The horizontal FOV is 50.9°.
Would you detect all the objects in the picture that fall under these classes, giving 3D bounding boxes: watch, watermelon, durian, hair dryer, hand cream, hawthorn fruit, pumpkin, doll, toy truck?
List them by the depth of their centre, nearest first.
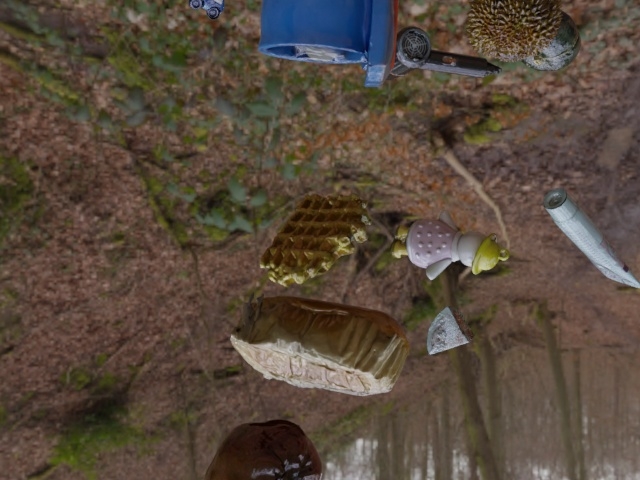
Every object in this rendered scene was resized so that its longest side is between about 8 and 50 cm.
[{"bbox_3d":[0.206,0.152,1.051,0.085,0.085,0.061,1,-168,-28],"label":"watermelon"},{"bbox_3d":[-0.180,-0.425,1.122,0.073,0.056,0.090,21,123,-41],"label":"toy truck"},{"bbox_3d":[0.326,-0.371,1.142,0.158,0.137,0.168,0,-137,27],"label":"durian"},{"bbox_3d":[0.221,0.010,1.159,0.207,0.129,0.081,9,162,28],"label":"doll"},{"bbox_3d":[-0.117,0.438,1.265,0.208,0.208,0.248,1,168,-33],"label":"hawthorn fruit"},{"bbox_3d":[0.018,-0.436,1.348,0.274,0.241,0.305,3,-174,-1],"label":"watch"},{"bbox_3d":[0.555,0.011,1.378,0.331,0.058,0.085,41,167,-31],"label":"hand cream"},{"bbox_3d":[0.323,-0.466,1.729,0.352,0.107,0.189,3,-178,-16],"label":"hair dryer"},{"bbox_3d":[0.620,-0.551,1.853,0.146,0.190,0.190,-47,-158,-23],"label":"pumpkin"}]

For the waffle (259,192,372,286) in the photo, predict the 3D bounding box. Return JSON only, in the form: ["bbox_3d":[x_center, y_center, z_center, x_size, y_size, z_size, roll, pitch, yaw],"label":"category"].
[{"bbox_3d":[0.000,0.000,1.348,0.219,0.229,0.057,1,140,48],"label":"waffle"}]

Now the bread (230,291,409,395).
[{"bbox_3d":[-0.001,0.223,1.498,0.389,0.183,0.236,12,146,17],"label":"bread"}]
